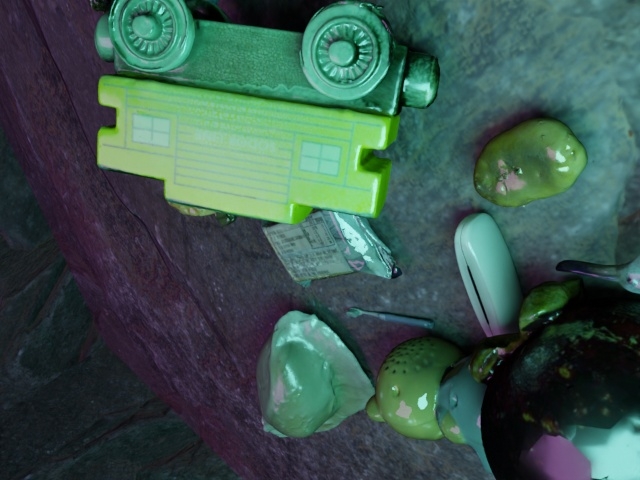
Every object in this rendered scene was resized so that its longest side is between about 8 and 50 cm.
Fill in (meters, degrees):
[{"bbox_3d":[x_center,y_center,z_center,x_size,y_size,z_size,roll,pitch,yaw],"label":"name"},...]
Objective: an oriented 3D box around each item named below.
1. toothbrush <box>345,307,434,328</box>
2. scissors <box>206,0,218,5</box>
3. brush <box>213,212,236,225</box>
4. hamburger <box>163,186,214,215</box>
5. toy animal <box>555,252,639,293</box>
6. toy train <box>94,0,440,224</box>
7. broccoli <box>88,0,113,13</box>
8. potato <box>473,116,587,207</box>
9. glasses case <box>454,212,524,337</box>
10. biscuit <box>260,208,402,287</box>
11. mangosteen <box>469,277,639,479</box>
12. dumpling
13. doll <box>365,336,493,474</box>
[{"bbox_3d":[0.122,0.142,1.029,0.219,0.019,0.016,1,115,52],"label":"toothbrush"},{"bbox_3d":[-0.189,-0.291,0.851,0.192,0.029,0.448,34,121,48],"label":"scissors"},{"bbox_3d":[-0.220,-0.169,1.149,0.084,0.071,0.301,33,137,36],"label":"brush"},{"bbox_3d":[-0.179,-0.127,0.973,0.155,0.208,0.135,37,169,33],"label":"hamburger"},{"bbox_3d":[0.357,-0.053,0.482,0.195,0.090,0.324,39,136,34],"label":"toy animal"},{"bbox_3d":[-0.083,-0.164,0.709,0.441,0.179,0.273,11,107,10],"label":"toy train"},{"bbox_3d":[-0.338,-0.492,0.851,0.269,0.241,0.262,-37,64,41],"label":"broccoli"},{"bbox_3d":[0.234,-0.086,0.627,0.138,0.070,0.092,-22,96,55],"label":"potato"},{"bbox_3d":[0.232,0.055,0.756,0.049,0.074,0.194,-4,117,50],"label":"glasses case"},{"bbox_3d":[0.003,0.004,1.002,0.309,0.079,0.186,-18,107,56],"label":"biscuit"},{"bbox_3d":[0.301,0.185,0.616,0.288,0.288,0.288,33,142,30],"label":"mangosteen"},{"bbox_3d":[-0.046,0.333,1.250,0.270,0.211,0.321,42,157,13],"label":"dumpling"},{"bbox_3d":[0.203,0.238,0.869,0.260,0.177,0.162,-3,122,51],"label":"doll"}]
